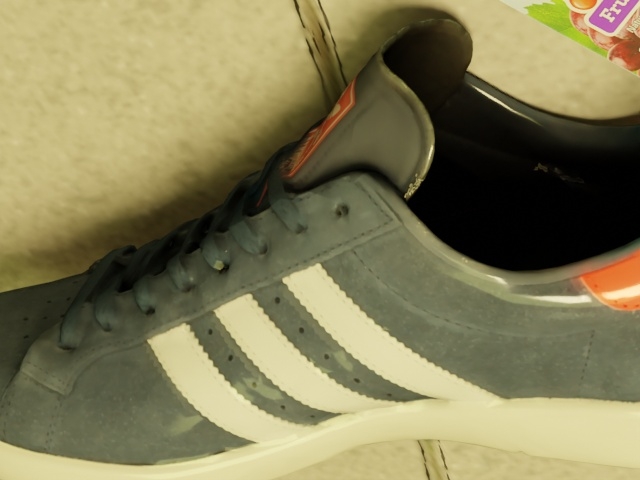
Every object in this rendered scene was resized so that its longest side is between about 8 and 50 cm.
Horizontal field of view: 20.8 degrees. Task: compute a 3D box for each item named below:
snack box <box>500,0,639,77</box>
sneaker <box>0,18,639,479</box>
[{"bbox_3d":[0.084,-0.162,0.476,0.174,0.070,0.207,28,133,-9],"label":"snack box"},{"bbox_3d":[0.000,0.000,0.630,0.350,0.131,0.148,-7,123,16],"label":"sneaker"}]
